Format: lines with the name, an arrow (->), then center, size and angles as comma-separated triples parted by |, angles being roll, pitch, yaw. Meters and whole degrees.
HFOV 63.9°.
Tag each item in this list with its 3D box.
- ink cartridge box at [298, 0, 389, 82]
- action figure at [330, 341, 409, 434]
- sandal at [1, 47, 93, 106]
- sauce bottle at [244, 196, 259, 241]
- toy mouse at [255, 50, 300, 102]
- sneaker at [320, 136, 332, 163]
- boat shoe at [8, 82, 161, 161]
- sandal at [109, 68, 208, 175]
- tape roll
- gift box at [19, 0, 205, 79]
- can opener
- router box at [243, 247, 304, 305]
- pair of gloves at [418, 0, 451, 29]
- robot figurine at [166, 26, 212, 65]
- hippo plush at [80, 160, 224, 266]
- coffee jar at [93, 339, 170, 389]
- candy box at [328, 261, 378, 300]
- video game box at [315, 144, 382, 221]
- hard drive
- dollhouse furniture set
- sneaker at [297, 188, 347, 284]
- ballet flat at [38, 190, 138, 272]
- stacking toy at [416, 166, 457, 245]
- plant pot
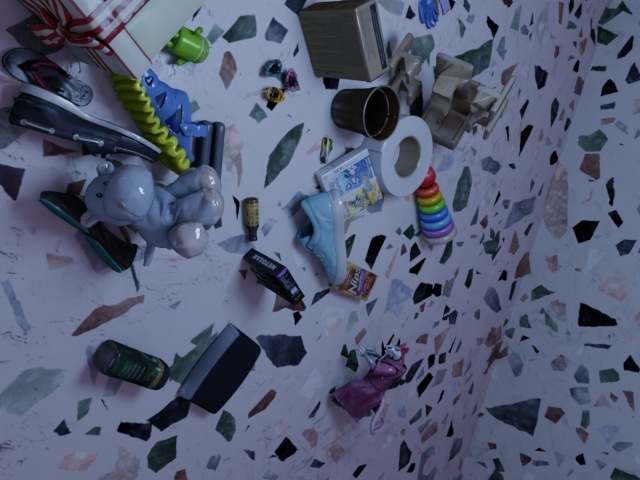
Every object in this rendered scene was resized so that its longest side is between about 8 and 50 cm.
ink cartridge box -> 0.064, -0.550, 1.412 | 0.088, 0.234, 0.193 | -39, 130, -26
action figure -> 0.221, 0.538, 1.954 | 0.370, 0.276, 0.248 | -47, 158, 18
sandal -> -0.547, -0.333, 1.047 | 0.179, 0.040, 0.067 | 24, 89, -46
sauce bottle -> -0.197, -0.060, 1.491 | 0.042, 0.042, 0.128 | -19, 117, -38
toy mouse -> -0.112, -0.455, 1.426 | 0.161, 0.031, 0.143 | 4, 103, -45
sneaker -> 0.023, -0.283, 1.623 | 0.035, 0.031, 0.083 | -5, 109, -43
boat shoe -> -0.494, -0.225, 1.099 | 0.302, 0.114, 0.091 | 23, 89, -34
sandal -> -0.363, -0.307, 1.186 | 0.138, 0.126, 0.317 | -47, 142, -22
tape roll -> 0.270, -0.301, 1.806 | 0.286, 0.100, 0.286 | -19, 119, -38
gift box -> -0.429, -0.482, 0.959 | 0.258, 0.255, 0.276 | -56, 141, -14
can opener -> -0.284, -0.168, 1.337 | 0.074, 0.093, 0.281 | -4, 104, -42
router box -> -0.139, 0.106, 1.513 | 0.046, 0.179, 0.133 | -45, 131, -20
pair of gloves -> 0.400, -0.840, 1.776 | 0.198, 0.023, 0.159 | -46, 132, -21
robot figurine -> -0.312, -0.460, 1.205 | 0.115, 0.067, 0.101 | 14, 124, -46
hippo plush -> -0.375, -0.098, 1.127 | 0.236, 0.294, 0.234 | 32, 64, -38
coffee jar -> -0.482, 0.325, 1.329 | 0.184, 0.096, 0.079 | 39, 77, -44
candy box -> 0.122, 0.146, 1.873 | 0.186, 0.053, 0.109 | 25, 89, -45
video game box -> 0.098, -0.181, 1.695 | 0.187, 0.048, 0.205 | -32, 127, -10
hard drive -> -0.297, 0.397, 1.565 | 0.255, 0.054, 0.172 | -53, 134, -15
dollhouse furniture set -> 0.456, -0.519, 1.733 | 0.257, 0.362, 0.394 | -59, 163, -8
sneaker -> 0.000, 0.000, 1.673 | 0.150, 0.135, 0.366 | -10, 124, -6
ballet flat -> -0.513, -0.039, 1.169 | 0.096, 0.095, 0.280 | -57, 146, -25
stacking toy -> 0.431, -0.146, 2.014 | 0.141, 0.141, 0.330 | -41, 123, -25
plant pot -> 0.131, -0.400, 1.586 | 0.167, 0.165, 0.167 | -19, 119, -39
